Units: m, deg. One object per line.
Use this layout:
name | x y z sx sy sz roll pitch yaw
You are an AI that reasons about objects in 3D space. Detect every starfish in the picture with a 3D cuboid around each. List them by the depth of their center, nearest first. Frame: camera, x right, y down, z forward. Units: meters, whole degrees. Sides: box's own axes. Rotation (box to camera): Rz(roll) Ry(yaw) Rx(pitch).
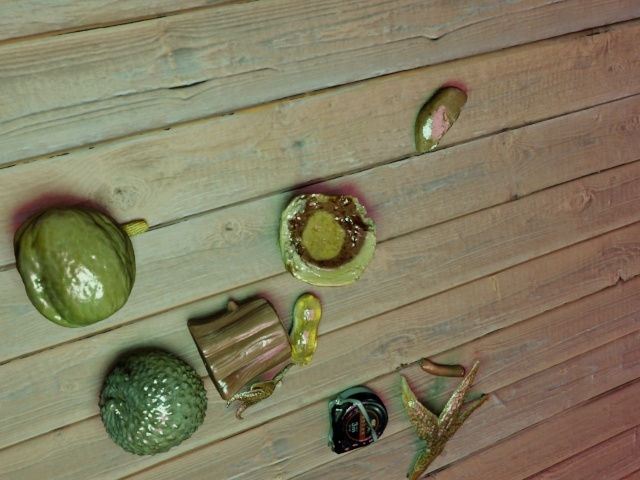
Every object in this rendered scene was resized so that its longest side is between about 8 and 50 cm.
starfish | -0.151 0.404 1.662 0.237 0.057 0.213 -29 161 -25
starfish | 0.383 0.574 1.964 0.383 0.132 0.398 -40 123 -12

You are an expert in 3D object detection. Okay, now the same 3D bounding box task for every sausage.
sausage | 0.395 0.415 1.963 0.176 0.040 0.047 13 102 -24

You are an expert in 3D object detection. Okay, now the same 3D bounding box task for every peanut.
peanut | -0.045 0.250 1.701 0.087 0.087 0.207 4 103 -24

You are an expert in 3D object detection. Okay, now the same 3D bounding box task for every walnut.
walnut | -0.537 0.054 1.353 0.282 0.227 0.283 3 85 -47

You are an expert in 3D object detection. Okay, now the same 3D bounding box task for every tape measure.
tape measure | 0.111 0.539 1.848 0.180 0.107 0.182 -5 109 -18

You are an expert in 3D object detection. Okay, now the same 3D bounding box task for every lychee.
lychee | -0.416 0.401 1.520 0.274 0.255 0.256 0 110 -56

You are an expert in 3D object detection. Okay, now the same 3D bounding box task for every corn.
corn | -0.461 -0.024 1.465 0.092 0.037 0.037 -18 113 -19

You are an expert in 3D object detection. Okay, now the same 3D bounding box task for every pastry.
pastry | 0.007 0.007 1.592 0.255 0.170 0.237 1 82 -23

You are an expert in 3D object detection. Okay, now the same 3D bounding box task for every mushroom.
mushroom | 0.322 -0.343 1.670 0.094 0.072 0.210 40 89 -19

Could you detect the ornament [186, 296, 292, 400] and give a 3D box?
ornament | -0.201 0.276 1.587 0.217 0.235 0.221 -25 149 -17
